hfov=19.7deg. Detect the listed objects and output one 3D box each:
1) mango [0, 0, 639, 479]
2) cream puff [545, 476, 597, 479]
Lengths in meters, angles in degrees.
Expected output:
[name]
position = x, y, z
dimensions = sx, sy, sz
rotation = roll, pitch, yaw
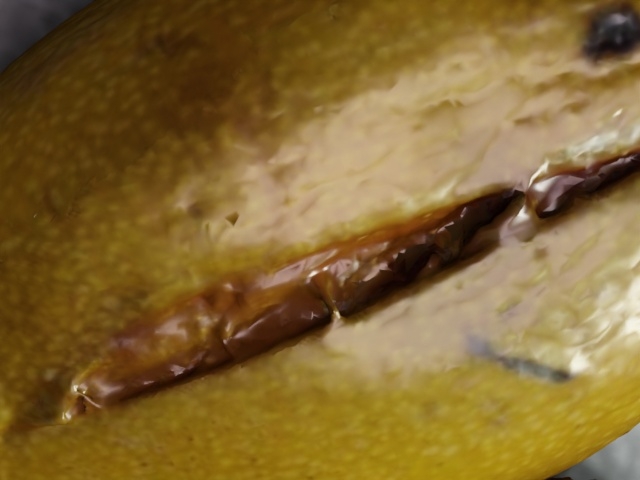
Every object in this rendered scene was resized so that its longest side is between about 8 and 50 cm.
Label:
[mango]
position = 0.002, 0.001, 0.509
dimensions = 0.295, 0.120, 0.177
rotation = -26, 109, -4
[cream puff]
position = 0.073, 0.218, 0.543
dimensions = 0.303, 0.212, 0.303
rotation = 0, 74, 1
